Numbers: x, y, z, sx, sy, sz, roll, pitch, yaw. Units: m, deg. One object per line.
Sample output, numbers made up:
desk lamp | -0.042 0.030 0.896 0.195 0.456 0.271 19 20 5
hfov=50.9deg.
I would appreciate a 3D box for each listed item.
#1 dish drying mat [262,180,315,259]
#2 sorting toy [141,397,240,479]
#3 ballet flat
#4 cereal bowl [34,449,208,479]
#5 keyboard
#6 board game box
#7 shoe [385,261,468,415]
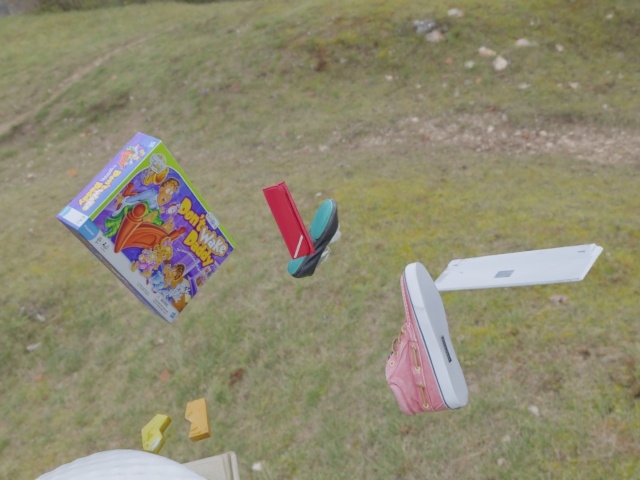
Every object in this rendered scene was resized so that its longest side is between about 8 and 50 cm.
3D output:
dish drying mat | -0.034 -0.020 0.715 0.032 0.083 0.008 -16 12 37
sorting toy | -0.225 0.382 0.971 0.229 0.041 0.307 -16 50 0
ballet flat | 0.000 0.000 1.458 0.203 0.074 0.074 -60 19 22
cereal bowl | -0.154 0.324 0.435 0.339 0.339 0.141 -3 1 31
keyboard | 0.261 0.042 0.935 0.256 0.014 0.072 -11 31 52
board game box | -0.342 -0.017 1.393 0.078 0.347 0.233 23 66 36
shoe | 0.111 0.121 0.806 0.081 0.178 0.063 -20 -7 29
